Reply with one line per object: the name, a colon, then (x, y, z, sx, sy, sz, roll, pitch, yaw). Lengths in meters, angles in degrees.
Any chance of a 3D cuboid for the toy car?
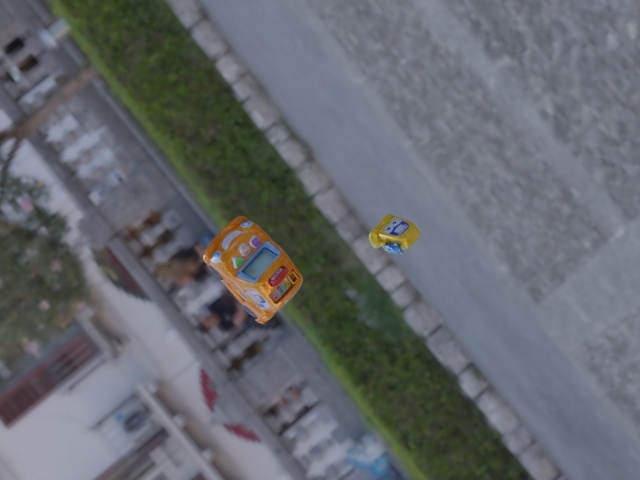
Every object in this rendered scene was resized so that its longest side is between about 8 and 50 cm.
toy car: (0.000, 0.000, 0.711, 0.040, 0.122, 0.060, 16, 132, 57)
